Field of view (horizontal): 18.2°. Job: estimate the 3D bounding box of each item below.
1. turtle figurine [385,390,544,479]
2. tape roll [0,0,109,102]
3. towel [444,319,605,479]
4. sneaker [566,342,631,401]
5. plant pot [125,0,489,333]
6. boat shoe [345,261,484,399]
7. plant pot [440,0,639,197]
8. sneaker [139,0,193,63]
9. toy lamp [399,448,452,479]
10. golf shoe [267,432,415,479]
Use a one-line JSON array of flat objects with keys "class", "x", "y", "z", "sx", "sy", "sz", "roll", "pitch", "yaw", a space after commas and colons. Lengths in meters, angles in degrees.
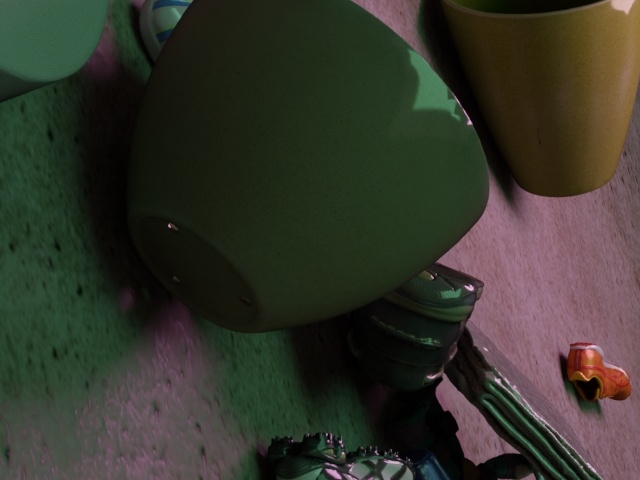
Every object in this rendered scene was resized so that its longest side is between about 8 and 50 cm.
[{"class": "turtle figurine", "x": 0.161, "y": 0.243, "z": 1.988, "sx": 0.234, "sy": 0.118, "sz": 0.175, "roll": 51, "pitch": 6, "yaw": -10}, {"class": "tape roll", "x": -0.267, "y": -0.279, "z": 1.355, "sx": 0.392, "sy": 0.072, "sz": 0.392, "roll": 53, "pitch": 27, "yaw": -42}, {"class": "towel", "x": 0.196, "y": 0.170, "z": 1.990, "sx": 0.187, "sy": 0.049, "sz": 0.282, "roll": 46, "pitch": 5, "yaw": -8}, {"class": "sneaker", "x": 0.372, "y": 0.192, "z": 2.710, "sx": 0.175, "sy": 0.064, "sz": 0.067, "roll": 34, "pitch": 62, "yaw": -53}, {"class": "plant pot", "x": -0.041, "y": -0.041, "z": 1.536, "sx": 0.191, "sy": 0.284, "sz": 0.284, "roll": -49, "pitch": 127, "yaw": -25}, {"class": "boat shoe", "x": 0.073, "y": 0.076, "z": 1.904, "sx": 0.355, "sy": 0.132, "sz": 0.130, "roll": 5, "pitch": 108, "yaw": -83}, {"class": "plant pot", "x": 0.306, "y": -0.215, "z": 2.626, "sx": 0.275, "sy": 0.274, "sz": 0.294, "roll": -72, "pitch": 156, "yaw": -59}, {"class": "sneaker", "x": -0.035, "y": -0.150, "z": 1.703, "sx": 0.240, "sy": 0.126, "sz": 0.091, "roll": 35, "pitch": 53, "yaw": -29}, {"class": "toy lamp", "x": 0.127, "y": 0.329, "z": 1.884, "sx": 0.080, "sy": 0.080, "sz": 0.275, "roll": -45, "pitch": 117, "yaw": -68}, {"class": "golf shoe", "x": 0.019, "y": 0.221, "z": 1.702, "sx": 0.198, "sy": 0.077, "sz": 0.094, "roll": 20, "pitch": 61, "yaw": -55}]
